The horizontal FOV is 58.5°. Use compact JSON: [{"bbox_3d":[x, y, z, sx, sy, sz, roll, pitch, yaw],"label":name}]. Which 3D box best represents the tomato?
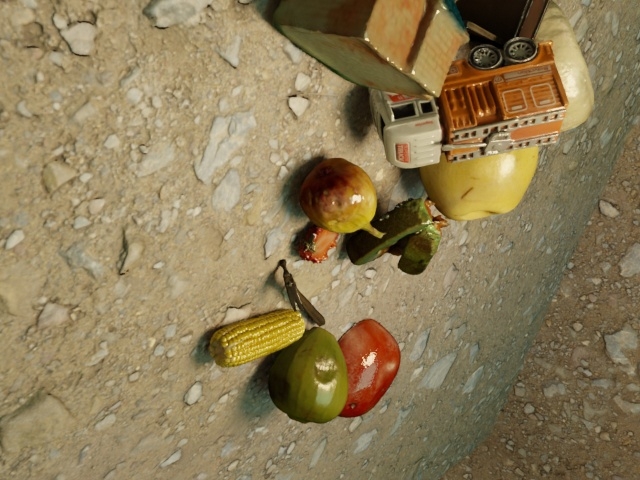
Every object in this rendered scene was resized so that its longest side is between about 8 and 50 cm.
[{"bbox_3d":[0.135,0.412,1.732,0.338,0.144,0.338,-31,139,-32],"label":"tomato"}]

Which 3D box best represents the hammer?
[{"bbox_3d":[-0.036,0.151,1.392,0.027,0.125,0.297,-19,152,6],"label":"hammer"}]

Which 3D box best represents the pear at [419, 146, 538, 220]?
[{"bbox_3d":[0.391,-0.198,1.433,0.309,0.309,0.309,-30,136,-34],"label":"pear"}]

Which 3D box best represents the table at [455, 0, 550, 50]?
[{"bbox_3d":[0.350,-0.560,1.214,0.282,0.196,0.250,-4,120,-49],"label":"table"}]

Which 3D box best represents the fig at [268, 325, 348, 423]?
[{"bbox_3d":[-0.031,0.338,1.425,0.207,0.207,0.230,-6,101,-48],"label":"fig"}]

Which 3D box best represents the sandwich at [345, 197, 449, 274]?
[{"bbox_3d":[0.229,0.009,1.469,0.250,0.162,0.301,-30,166,30],"label":"sandwich"}]

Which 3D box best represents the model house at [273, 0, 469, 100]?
[{"bbox_3d":[0.122,-0.437,1.008,0.312,0.245,0.280,16,96,-54],"label":"model house"}]

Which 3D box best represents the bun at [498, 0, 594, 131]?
[{"bbox_3d":[0.541,-0.434,1.456,0.219,0.365,0.365,-22,152,22],"label":"bun"}]

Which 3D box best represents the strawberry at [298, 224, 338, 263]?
[{"bbox_3d":[-0.003,0.000,1.337,0.152,0.048,0.103,-24,128,-59],"label":"strawberry"}]

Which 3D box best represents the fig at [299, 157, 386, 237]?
[{"bbox_3d":[0.070,-0.071,1.254,0.257,0.159,0.159,38,85,-40],"label":"fig"}]

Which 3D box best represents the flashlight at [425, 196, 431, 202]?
[{"bbox_3d":[0.305,-0.091,1.662,0.018,0.018,0.083,18,101,-53],"label":"flashlight"}]

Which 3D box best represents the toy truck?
[{"bbox_3d":[0.306,-0.273,1.212,0.388,0.207,0.173,-11,153,6],"label":"toy truck"}]

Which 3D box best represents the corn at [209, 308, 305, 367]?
[{"bbox_3d":[-0.138,0.217,1.292,0.244,0.093,0.093,-13,125,-46],"label":"corn"}]
